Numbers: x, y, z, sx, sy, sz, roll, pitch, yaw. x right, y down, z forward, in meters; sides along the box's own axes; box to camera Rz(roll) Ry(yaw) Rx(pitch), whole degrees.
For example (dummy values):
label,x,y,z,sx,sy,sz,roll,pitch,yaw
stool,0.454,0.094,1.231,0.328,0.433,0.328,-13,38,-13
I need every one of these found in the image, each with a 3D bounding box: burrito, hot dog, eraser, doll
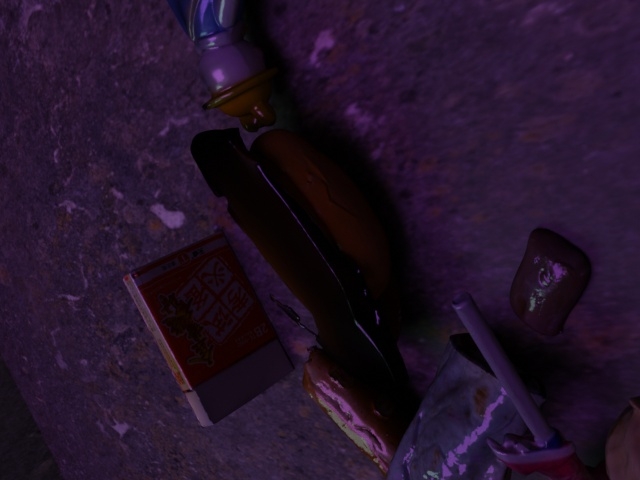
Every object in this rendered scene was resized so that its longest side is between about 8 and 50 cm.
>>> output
label,x,y,z,sx,sy,sz,roll,pitch,yaw
burrito,0.127,0.208,0.707,0.144,0.089,0.228,-132,60,-69
hot dog,0.077,0.224,0.855,0.269,0.072,0.109,43,-179,12
eraser,-0.150,0.118,1.003,0.038,0.157,0.230,-27,91,50
doll,-0.111,-0.231,0.788,0.135,0.099,0.240,-15,103,29
hot dog,0.002,-0.002,0.800,0.194,0.107,0.325,-3,119,61

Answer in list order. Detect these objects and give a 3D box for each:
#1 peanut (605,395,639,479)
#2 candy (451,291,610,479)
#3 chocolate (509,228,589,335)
label,x,y,z,sx,sy,sz,roll,pitch,yaw
peanut,0.345,0.146,0.449,0.340,0.158,0.174,1,83,45
candy,0.191,0.172,0.590,0.124,0.124,0.365,4,138,49
chocolate,0.197,0.043,0.654,0.064,0.031,0.100,43,141,31
